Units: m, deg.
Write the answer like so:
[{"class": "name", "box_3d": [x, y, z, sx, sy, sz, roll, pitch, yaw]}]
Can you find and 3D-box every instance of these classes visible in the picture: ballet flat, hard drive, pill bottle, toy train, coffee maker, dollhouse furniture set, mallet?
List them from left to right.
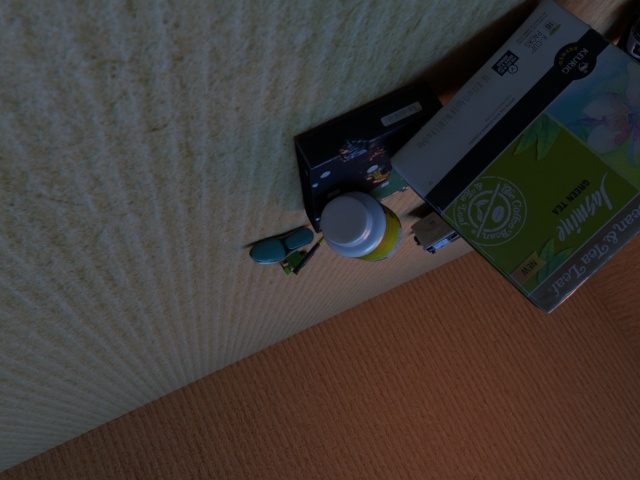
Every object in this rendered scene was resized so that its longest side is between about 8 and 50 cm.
[{"class": "ballet flat", "box_3d": [-0.089, 0.018, 1.178, 0.168, 0.057, 0.052, -19, 173, -27]}, {"class": "dollhouse furniture set", "box_3d": [-0.073, 0.044, 1.353, 0.076, 0.059, 0.152, -35, -176, 0]}, {"class": "mallet", "box_3d": [0.000, 0.000, 1.183, 0.190, 0.039, 0.062, -49, 167, -12]}, {"class": "pill bottle", "box_3d": [0.075, -0.024, 0.953, 0.117, 0.117, 0.215, -31, 165, 15]}, {"class": "hard drive", "box_3d": [0.078, -0.133, 0.942, 0.236, 0.064, 0.339, -26, 164, -5]}, {"class": "toy train", "box_3d": [0.420, -0.026, 1.821, 0.184, 0.105, 0.080, -34, 163, 24]}, {"class": "coffee maker", "box_3d": [0.616, -0.381, 0.971, 0.120, 0.171, 0.178, 8, 165, 11]}]

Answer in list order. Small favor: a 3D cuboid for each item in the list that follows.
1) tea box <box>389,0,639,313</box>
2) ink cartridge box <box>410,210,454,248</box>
[{"class": "tea box", "box_3d": [0.346, -0.116, 0.811, 0.329, 0.323, 0.220, -47, 165, 10]}, {"class": "ink cartridge box", "box_3d": [0.414, -0.081, 1.594, 0.234, 0.088, 0.193, -35, 175, 25]}]
